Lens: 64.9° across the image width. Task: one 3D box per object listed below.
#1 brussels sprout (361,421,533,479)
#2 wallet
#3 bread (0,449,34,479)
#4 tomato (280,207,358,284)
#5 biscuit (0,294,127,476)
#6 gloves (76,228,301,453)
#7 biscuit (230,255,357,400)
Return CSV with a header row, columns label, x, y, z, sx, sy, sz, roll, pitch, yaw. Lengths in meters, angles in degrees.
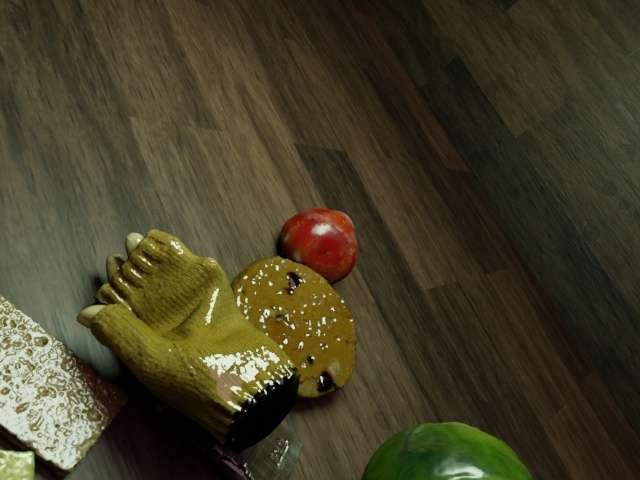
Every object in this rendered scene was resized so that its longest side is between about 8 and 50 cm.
label,x,y,z,sx,sy,sz,roll,pitch,yaw
brussels sprout,0.214,0.441,0.824,0.355,0.289,0.281,-18,87,-68
wallet,-0.134,0.288,0.764,0.230,0.042,0.124,42,35,-2
bread,-0.313,0.363,0.396,0.077,0.138,0.361,28,40,-43
tomato,0.000,0.000,1.104,0.187,0.151,0.187,28,37,-24
biscuit,-0.362,0.172,0.620,0.231,0.025,0.131,45,33,-10
gloves,-0.191,0.136,0.710,0.356,0.155,0.203,44,47,15
biscuit,-0.055,0.163,0.949,0.296,0.075,0.295,26,46,-31
